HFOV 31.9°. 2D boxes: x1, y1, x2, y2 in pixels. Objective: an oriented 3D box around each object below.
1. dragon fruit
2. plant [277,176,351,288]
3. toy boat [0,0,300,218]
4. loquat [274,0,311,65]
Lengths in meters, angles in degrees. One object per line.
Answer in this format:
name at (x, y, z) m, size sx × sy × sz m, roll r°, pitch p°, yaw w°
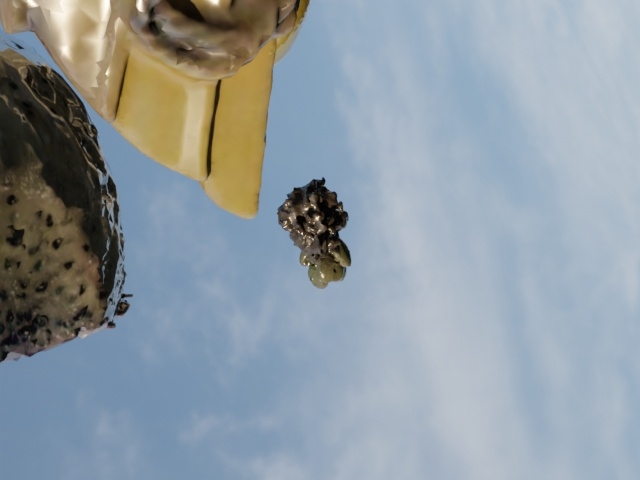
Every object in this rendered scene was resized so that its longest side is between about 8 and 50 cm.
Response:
dragon fruit at (-0.241, -0.041, 0.644) m, size 0.283 × 0.221 × 0.203 m, roll -21°, pitch -65°, yaw -46°
plant at (0.000, 0.000, 1.372) m, size 0.087 × 0.085 × 0.174 m, roll 56°, pitch 168°, yaw 42°
toy boat at (-0.007, -0.213, 0.334) m, size 0.162 × 0.445 × 0.136 m, roll -2°, pitch -146°, yaw -30°
loquat at (-0.078, -0.243, 1.048) m, size 0.152 × 0.152 × 0.195 m, roll -64°, pitch -12°, yaw -50°
